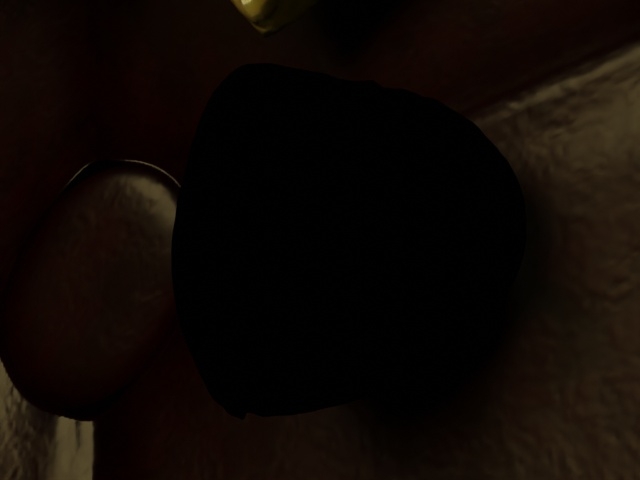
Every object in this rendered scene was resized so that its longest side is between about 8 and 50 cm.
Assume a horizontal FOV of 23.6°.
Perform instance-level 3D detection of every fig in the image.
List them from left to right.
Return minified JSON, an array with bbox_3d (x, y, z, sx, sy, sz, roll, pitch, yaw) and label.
[{"bbox_3d":[0.000,0.000,0.656,0.144,0.154,0.165,-31,16,45],"label":"fig"}]

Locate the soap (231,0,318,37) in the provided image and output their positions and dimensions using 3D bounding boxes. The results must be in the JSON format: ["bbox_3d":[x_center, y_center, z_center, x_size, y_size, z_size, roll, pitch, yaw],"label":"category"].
[{"bbox_3d":[0.033,-0.214,0.729,0.252,0.037,0.092,-46,47,16],"label":"soap"}]
